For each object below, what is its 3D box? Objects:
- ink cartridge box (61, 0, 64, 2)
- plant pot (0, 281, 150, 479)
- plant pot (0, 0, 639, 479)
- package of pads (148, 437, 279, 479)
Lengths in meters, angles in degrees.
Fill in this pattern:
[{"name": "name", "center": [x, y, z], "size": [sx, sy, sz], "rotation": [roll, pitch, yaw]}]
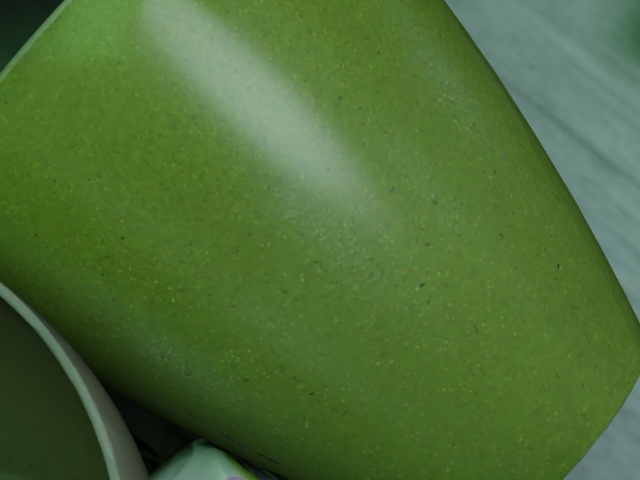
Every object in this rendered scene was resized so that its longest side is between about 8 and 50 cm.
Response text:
[{"name": "ink cartridge box", "center": [-0.199, -0.218, 0.923], "size": [0.218, 0.158, 0.092], "rotation": [29, 88, 11]}, {"name": "plant pot", "center": [-0.180, 0.154, 0.735], "size": [0.284, 0.191, 0.284], "rotation": [-4, 74, 14]}, {"name": "plant pot", "center": [0.000, 0.000, 0.825], "size": [0.293, 0.275, 0.275], "rotation": [42, 87, -4]}, {"name": "package of pads", "center": [-0.042, 0.267, 0.841], "size": [0.229, 0.101, 0.296], "rotation": [-38, 77, 0]}]
